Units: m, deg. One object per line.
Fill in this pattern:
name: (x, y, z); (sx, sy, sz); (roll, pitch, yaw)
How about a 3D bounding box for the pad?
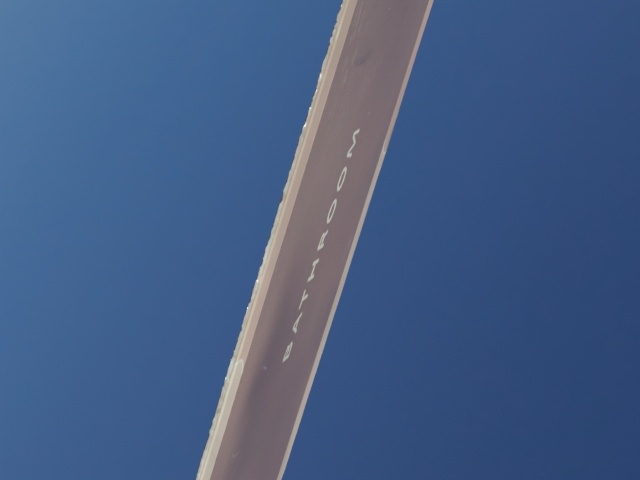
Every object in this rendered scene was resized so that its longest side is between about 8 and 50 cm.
pad: (0.000, 0.000, 0.536); (0.176, 0.002, 0.266); (-33, 142, -76)
